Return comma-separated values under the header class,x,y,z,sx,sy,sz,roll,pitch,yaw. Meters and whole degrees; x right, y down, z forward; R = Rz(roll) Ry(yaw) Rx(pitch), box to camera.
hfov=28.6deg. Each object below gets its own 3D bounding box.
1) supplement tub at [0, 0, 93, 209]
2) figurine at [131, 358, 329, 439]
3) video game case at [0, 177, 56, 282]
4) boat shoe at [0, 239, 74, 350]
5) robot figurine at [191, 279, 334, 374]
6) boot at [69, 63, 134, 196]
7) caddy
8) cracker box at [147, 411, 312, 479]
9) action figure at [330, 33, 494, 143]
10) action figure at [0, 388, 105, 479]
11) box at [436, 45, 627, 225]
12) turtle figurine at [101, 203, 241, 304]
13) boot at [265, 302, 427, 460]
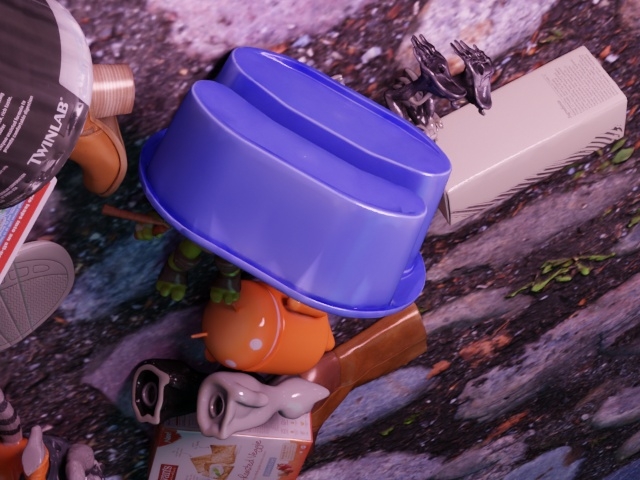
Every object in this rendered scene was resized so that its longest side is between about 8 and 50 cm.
class,x,y,z,sx,sy,sz,roll,pitch,yaw
supplement tub,-0.367,-0.156,1.012,0.207,0.207,0.338,-43,147,19
figurine,-0.122,0.217,1.792,0.209,0.215,0.092,0,94,-50
video game case,-0.418,-0.022,1.251,0.285,0.025,0.204,26,94,-51
boat shoe,-0.433,0.082,1.413,0.320,0.103,0.118,-31,131,-18
robot figurine,-0.076,0.122,1.739,0.219,0.158,0.128,14,90,-50
boot,-0.279,-0.111,1.300,0.152,0.073,0.197,-8,144,-20
caddy,-0.027,-0.052,1.351,0.179,0.341,0.241,-63,175,33
cracker box,-0.142,0.316,1.939,0.232,0.067,0.156,7,138,-11
action figure,0.084,-0.141,1.495,0.164,0.141,0.275,-13,159,-40
action figure,-0.359,0.303,1.718,0.341,0.179,0.330,-9,156,10
box,0.263,-0.139,1.674,0.275,0.113,0.094,-26,150,-5
turtle figurine,-0.143,-0.010,1.533,0.269,0.087,0.217,-5,146,-21
boot,0.048,0.231,2.076,0.280,0.096,0.264,-30,142,-16
